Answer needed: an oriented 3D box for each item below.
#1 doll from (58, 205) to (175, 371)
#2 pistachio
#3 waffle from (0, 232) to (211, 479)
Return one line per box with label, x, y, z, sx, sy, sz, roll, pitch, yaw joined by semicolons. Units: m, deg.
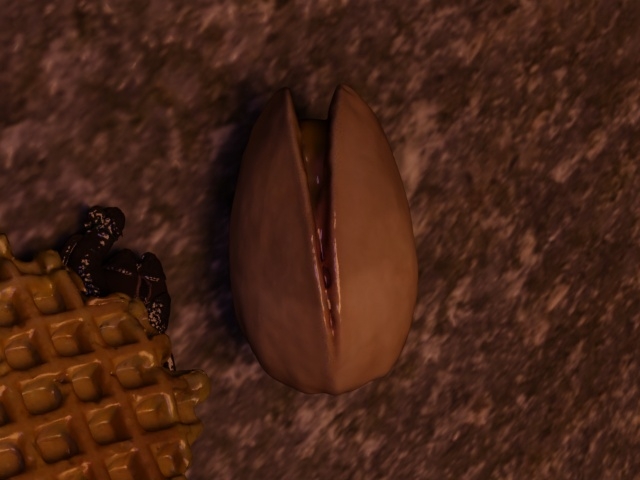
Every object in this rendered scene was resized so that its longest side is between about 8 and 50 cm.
doll;-0.201;0.050;1.513;0.139;0.057;0.165;6;91;-40
pistachio;0.000;0.000;1.588;0.194;0.214;0.318;-7;102;-2
waffle;-0.250;0.142;1.364;0.312;0.060;0.307;36;49;0
